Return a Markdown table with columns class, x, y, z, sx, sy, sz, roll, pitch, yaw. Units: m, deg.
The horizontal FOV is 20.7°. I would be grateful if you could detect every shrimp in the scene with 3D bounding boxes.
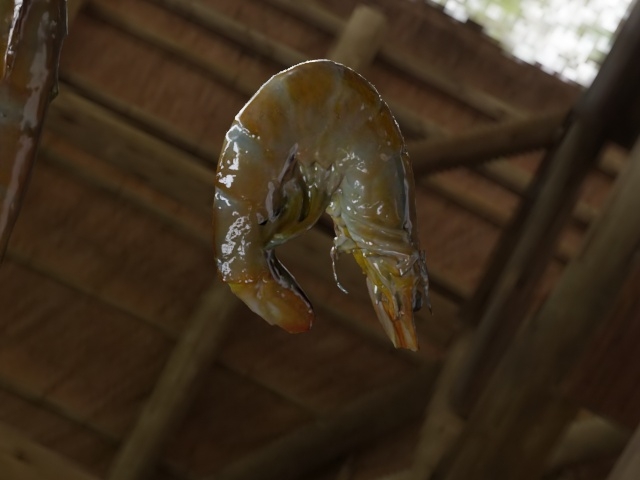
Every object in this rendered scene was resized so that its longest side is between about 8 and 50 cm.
| class | x | y | z | sx | sy | sz | roll | pitch | yaw |
| --- | --- | --- | --- | --- | --- | --- | --- | --- | --- |
| shrimp | 0.006 | 0.002 | 0.706 | 0.045 | 0.162 | 0.095 | 12 | -131 | 36 |
| shrimp | -0.102 | -0.049 | 0.561 | 0.034 | 0.178 | 0.124 | 8 | 178 | -11 |
